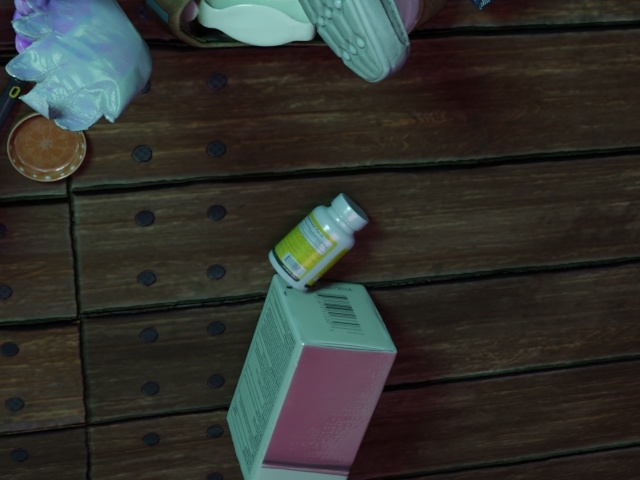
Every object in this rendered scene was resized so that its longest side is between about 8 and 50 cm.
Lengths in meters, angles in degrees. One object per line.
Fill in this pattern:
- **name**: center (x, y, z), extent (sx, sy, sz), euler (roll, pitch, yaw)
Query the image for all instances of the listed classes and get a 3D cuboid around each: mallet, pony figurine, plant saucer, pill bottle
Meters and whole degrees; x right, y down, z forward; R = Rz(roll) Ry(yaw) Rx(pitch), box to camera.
- **mallet**: center (-0.371, -0.095, 1.276), extent (0.062, 0.039, 0.190), euler (17, 112, -29)
- **pony figurine**: center (-0.241, -0.265, 1.046), extent (0.302, 0.351, 0.363), euler (23, 119, 10)
- **plant saucer**: center (-0.295, -0.103, 1.304), extent (0.083, 0.013, 0.083), euler (-8, 123, -12)
- **pill bottle**: center (0.000, 0.000, 1.425), extent (0.116, 0.065, 0.065), euler (-43, 123, 13)

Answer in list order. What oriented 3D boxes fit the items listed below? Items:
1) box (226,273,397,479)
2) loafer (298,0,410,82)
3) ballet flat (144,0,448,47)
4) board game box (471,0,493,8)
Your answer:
- **box**: center (-0.016, 0.180, 1.484), extent (0.126, 0.149, 0.232), euler (7, 120, -21)
- **loafer**: center (0.013, -0.305, 1.137), extent (0.111, 0.112, 0.319), euler (-25, 92, -22)
- **ballet flat**: center (-0.006, -0.240, 1.234), extent (0.342, 0.124, 0.116), euler (-2, 125, -16)
- **board game box**: center (0.228, -0.368, 1.262), extent (0.194, 0.060, 0.194), euler (-20, 125, -5)
